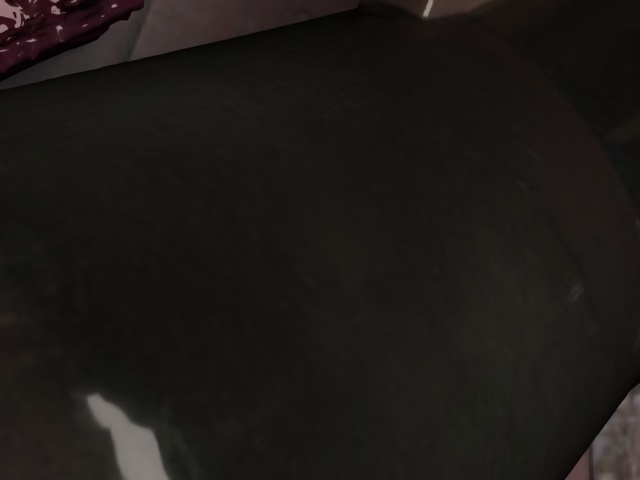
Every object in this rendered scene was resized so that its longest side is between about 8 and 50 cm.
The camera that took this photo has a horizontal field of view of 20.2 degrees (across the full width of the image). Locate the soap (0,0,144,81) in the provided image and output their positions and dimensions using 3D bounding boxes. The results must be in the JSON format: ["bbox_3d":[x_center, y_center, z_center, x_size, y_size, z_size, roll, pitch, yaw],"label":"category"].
[{"bbox_3d":[-0.203,-0.098,0.598,0.250,0.099,0.162,-27,97,-21],"label":"soap"}]

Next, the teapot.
[{"bbox_3d":[0.000,0.000,0.594,0.344,0.253,0.300,-33,126,-27],"label":"teapot"}]
